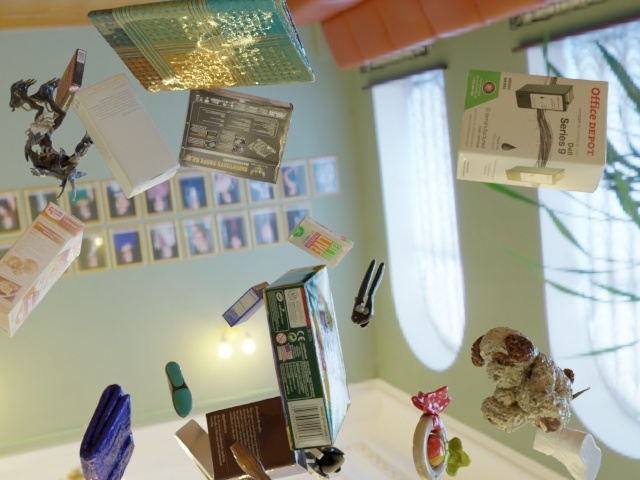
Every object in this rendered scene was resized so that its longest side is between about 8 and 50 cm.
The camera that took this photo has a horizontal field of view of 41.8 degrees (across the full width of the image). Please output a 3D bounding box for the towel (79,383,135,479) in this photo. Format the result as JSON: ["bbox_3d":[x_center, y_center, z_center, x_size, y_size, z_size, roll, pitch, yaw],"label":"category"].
[{"bbox_3d":[-0.553,0.546,2.213,0.076,0.308,0.228,12,-130,3],"label":"towel"}]

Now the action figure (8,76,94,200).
[{"bbox_3d":[-0.577,-0.230,1.829,0.141,0.276,0.164,-34,165,30],"label":"action figure"}]

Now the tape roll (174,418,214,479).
[{"bbox_3d":[-0.269,0.675,2.365,0.072,0.392,0.392,-37,-162,-18],"label":"tape roll"}]

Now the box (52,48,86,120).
[{"bbox_3d":[-0.634,-0.389,2.112,0.029,0.116,0.162,17,144,-29],"label":"box"}]

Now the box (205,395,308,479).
[{"bbox_3d":[-0.154,0.492,2.034,0.203,0.169,0.167,-13,156,5],"label":"box"}]

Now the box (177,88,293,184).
[{"bbox_3d":[-0.190,-0.236,1.868,0.230,0.183,0.056,10,-156,-9],"label":"box"}]

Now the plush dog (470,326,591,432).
[{"bbox_3d":[0.452,0.288,1.877,0.210,0.225,0.262,-41,-174,-24],"label":"plush dog"}]

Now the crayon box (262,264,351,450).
[{"bbox_3d":[-0.023,0.258,1.947,0.106,0.363,0.313,-9,-175,11],"label":"crayon box"}]

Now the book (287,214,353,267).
[{"bbox_3d":[0.000,0.000,2.142,0.096,0.144,0.035,-49,-163,42],"label":"book"}]

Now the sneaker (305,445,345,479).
[{"bbox_3d":[0.020,0.616,2.304,0.094,0.235,0.153,-45,-142,-18],"label":"sneaker"}]

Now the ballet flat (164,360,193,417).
[{"bbox_3d":[-0.390,0.414,2.311,0.057,0.168,0.052,-9,153,-19],"label":"ballet flat"}]

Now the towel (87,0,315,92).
[{"bbox_3d":[-0.217,-0.375,1.603,0.369,0.040,0.271,-1,157,14],"label":"towel"}]

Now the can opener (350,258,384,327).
[{"bbox_3d":[0.123,0.137,2.212,0.059,0.186,0.073,14,167,1],"label":"can opener"}]

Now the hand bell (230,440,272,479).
[{"bbox_3d":[-0.104,0.518,1.751,0.126,0.242,0.126,-43,174,-6],"label":"hand bell"}]

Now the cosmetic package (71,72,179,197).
[{"bbox_3d":[-0.402,-0.216,1.729,0.117,0.231,0.085,-29,179,-25],"label":"cosmetic package"}]

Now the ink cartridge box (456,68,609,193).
[{"bbox_3d":[0.437,-0.227,1.730,0.289,0.211,0.122,6,156,10],"label":"ink cartridge box"}]

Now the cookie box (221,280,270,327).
[{"bbox_3d":[-0.167,0.149,1.959,0.107,0.040,0.092,-43,171,18],"label":"cookie box"}]

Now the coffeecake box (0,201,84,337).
[{"bbox_3d":[-0.463,0.048,1.338,0.186,0.068,0.142,-57,-176,-26],"label":"coffeecake box"}]

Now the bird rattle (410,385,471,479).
[{"bbox_3d":[0.293,0.509,2.135,0.143,0.254,0.207,1,-153,25],"label":"bird rattle"}]

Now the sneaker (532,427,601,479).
[{"bbox_3d":[0.715,0.612,2.448,0.169,0.293,0.108,17,-120,37],"label":"sneaker"}]
